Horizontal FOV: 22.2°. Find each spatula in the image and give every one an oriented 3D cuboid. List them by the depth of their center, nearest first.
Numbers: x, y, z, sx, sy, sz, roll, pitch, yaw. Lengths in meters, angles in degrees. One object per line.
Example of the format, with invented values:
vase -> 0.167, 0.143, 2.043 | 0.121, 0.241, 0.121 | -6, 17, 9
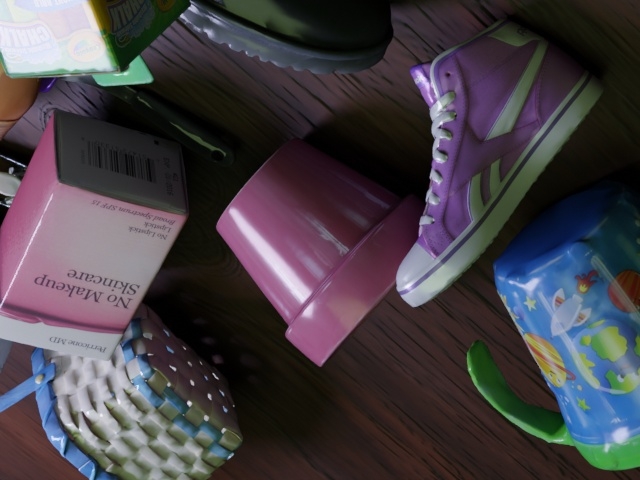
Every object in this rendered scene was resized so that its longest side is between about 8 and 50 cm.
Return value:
spatula -> -0.218, -0.158, 1.716 | 0.296, 0.030, 0.084 | 28, 128, -6

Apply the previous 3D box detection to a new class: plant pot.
plant pot -> 0.000, 0.000, 1.682 | 0.180, 0.201, 0.201 | 41, 130, 3

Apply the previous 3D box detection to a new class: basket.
basket -> -0.253, 0.230, 1.906 | 0.289, 0.201, 0.255 | -36, 128, 8

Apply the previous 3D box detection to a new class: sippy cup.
sippy cup -> 0.297, 0.071, 1.627 | 0.305, 0.240, 0.224 | -39, 101, -3

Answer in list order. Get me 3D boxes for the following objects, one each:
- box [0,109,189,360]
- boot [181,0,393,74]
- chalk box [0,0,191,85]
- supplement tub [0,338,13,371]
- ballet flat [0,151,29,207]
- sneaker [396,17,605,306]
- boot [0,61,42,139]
box -> -0.255, -0.002, 1.750 | 0.148, 0.127, 0.232 | 14, 127, -23
boot -> -0.039, -0.393, 1.408 | 0.367, 0.146, 0.445 | 22, 127, -3
chalk box -> -0.213, -0.224, 1.430 | 0.132, 0.132, 0.213 | -1, 122, 31
supplement tub -> -0.540, 0.069, 1.889 | 0.338, 0.207, 0.207 | 4, 129, 14
ballet flat -> -0.384, -0.082, 1.805 | 0.188, 0.070, 0.070 | 18, 131, -4
sneaker -> 0.125, -0.083, 1.560 | 0.161, 0.102, 0.282 | 36, 85, -4
boot -> -0.403, -0.234, 1.670 | 0.283, 0.109, 0.220 | 40, 121, 3
